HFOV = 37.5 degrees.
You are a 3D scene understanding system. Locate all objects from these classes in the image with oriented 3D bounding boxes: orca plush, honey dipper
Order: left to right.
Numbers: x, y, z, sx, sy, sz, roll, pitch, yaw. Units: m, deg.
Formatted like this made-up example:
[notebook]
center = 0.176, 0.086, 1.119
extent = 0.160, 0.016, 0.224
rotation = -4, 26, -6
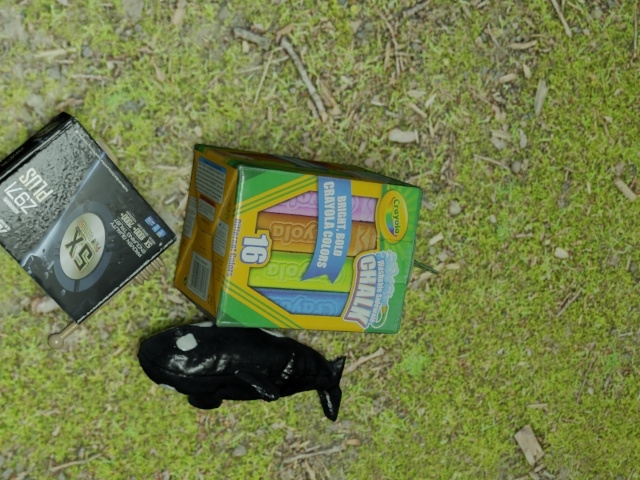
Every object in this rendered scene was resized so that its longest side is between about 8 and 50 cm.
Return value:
[honey dipper]
center = -0.251, 0.069, 1.092
extent = 0.161, 0.030, 0.030
rotation = -39, 114, -7
[orca plush]
center = -0.075, 0.177, 1.135
extent = 0.287, 0.102, 0.151
rotation = 31, 103, -37

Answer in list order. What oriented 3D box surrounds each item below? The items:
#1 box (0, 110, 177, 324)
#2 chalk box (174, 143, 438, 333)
[box]
center = -0.274, -0.026, 1.032
extent = 0.147, 0.077, 0.180
rotation = -41, 114, -10
[chalk box]
center = 0.000, 0.000, 1.103
extent = 0.289, 0.180, 0.179
rotation = 4, 100, -26
